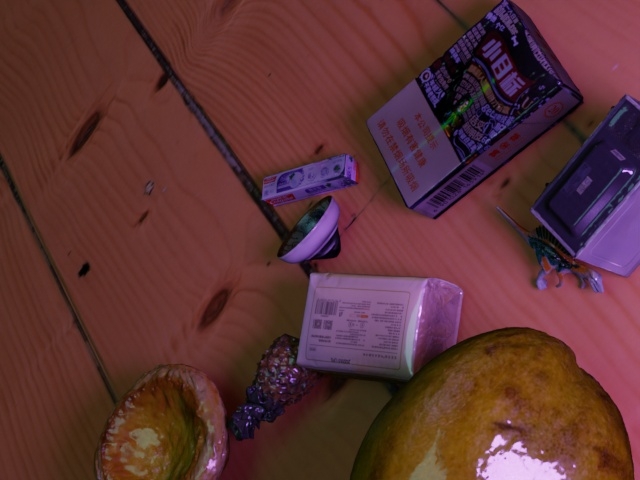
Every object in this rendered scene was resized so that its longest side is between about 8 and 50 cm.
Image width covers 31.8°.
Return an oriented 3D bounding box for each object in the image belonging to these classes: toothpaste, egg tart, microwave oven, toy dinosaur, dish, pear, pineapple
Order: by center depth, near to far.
[{"bbox_3d":[0.215,0.319,1.434,0.352,0.352,0.413,27,83,43],"label":"pear"},{"bbox_3d":[0.409,-0.075,1.517,0.205,0.163,0.129,-52,47,19],"label":"microwave oven"},{"bbox_3d":[0.326,0.009,1.601,0.187,0.044,0.106,60,160,10],"label":"toy dinosaur"},{"bbox_3d":[-0.079,0.247,1.841,0.197,0.108,0.108,-50,47,-7],"label":"pineapple"},{"bbox_3d":[0.000,0.000,1.913,0.141,0.078,0.141,-46,13,14],"label":"dish"},{"bbox_3d":[-0.258,0.368,1.965,0.319,0.128,0.319,-17,63,36],"label":"egg tart"},{"bbox_3d":[-0.020,-0.105,1.981,0.196,0.040,0.047,-14,62,37],"label":"toothpaste"}]

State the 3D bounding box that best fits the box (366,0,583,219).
[{"bbox_3d":[0.234,-0.201,1.763,0.310,0.084,0.198,-40,53,24],"label":"box"}]

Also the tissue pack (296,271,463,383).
[{"bbox_3d":[0.090,0.137,1.743,0.234,0.125,0.159,0,77,40],"label":"tissue pack"}]
